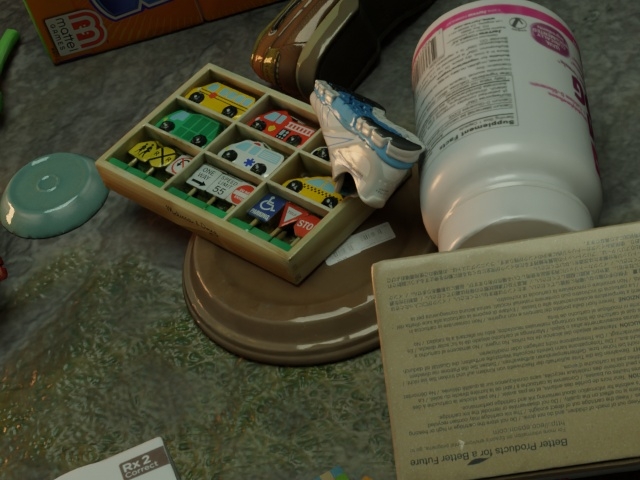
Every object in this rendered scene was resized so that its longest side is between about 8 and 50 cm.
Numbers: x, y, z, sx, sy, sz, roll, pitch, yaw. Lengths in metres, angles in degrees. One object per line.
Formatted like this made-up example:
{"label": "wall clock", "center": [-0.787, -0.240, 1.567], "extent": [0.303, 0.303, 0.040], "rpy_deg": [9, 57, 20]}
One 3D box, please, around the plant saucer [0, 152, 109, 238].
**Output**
{"label": "plant saucer", "center": [-0.274, -0.052, 1.949], "extent": [0.119, 0.021, 0.119], "rpy_deg": [-10, 44, 10]}

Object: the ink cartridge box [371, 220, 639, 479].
{"label": "ink cartridge box", "center": [0.171, 0.098, 1.544], "extent": [0.235, 0.088, 0.193], "rpy_deg": [-9, 77, 9]}

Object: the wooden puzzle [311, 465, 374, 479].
{"label": "wooden puzzle", "center": [0.006, 0.216, 1.599], "extent": [0.083, 0.006, 0.049], "rpy_deg": [-27, 44, -9]}

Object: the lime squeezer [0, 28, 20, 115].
{"label": "lime squeezer", "center": [-0.409, -0.130, 2.048], "extent": [0.110, 0.059, 0.310], "rpy_deg": [23, 58, 35]}

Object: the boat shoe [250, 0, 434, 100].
{"label": "boat shoe", "center": [0.044, -0.272, 1.993], "extent": [0.104, 0.110, 0.307], "rpy_deg": [23, 57, 34]}

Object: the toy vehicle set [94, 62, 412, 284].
{"label": "toy vehicle set", "center": [-0.066, -0.069, 1.827], "extent": [0.267, 0.035, 0.166], "rpy_deg": [26, 59, 36]}

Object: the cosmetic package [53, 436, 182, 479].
{"label": "cosmetic package", "center": [-0.144, 0.281, 1.458], "extent": [0.151, 0.183, 0.151], "rpy_deg": [-24, 44, -4]}

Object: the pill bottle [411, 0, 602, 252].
{"label": "pill bottle", "center": [0.167, -0.072, 1.718], "extent": [0.160, 0.160, 0.283], "rpy_deg": [-10, 45, 9]}

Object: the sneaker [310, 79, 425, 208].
{"label": "sneaker", "center": [0.026, -0.086, 1.741], "extent": [0.071, 0.083, 0.190], "rpy_deg": [17, 17, -23]}

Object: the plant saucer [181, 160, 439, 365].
{"label": "plant saucer", "center": [0.000, 0.000, 1.792], "extent": [0.278, 0.041, 0.278], "rpy_deg": [-9, 44, 9]}

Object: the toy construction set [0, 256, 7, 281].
{"label": "toy construction set", "center": [-0.466, 0.028, 1.843], "extent": [0.328, 0.151, 0.215], "rpy_deg": [-10, 19, -2]}

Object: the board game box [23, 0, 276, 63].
{"label": "board game box", "center": [-0.192, -0.477, 2.100], "extent": [0.356, 0.356, 0.356], "rpy_deg": [-16, 44, 4]}
